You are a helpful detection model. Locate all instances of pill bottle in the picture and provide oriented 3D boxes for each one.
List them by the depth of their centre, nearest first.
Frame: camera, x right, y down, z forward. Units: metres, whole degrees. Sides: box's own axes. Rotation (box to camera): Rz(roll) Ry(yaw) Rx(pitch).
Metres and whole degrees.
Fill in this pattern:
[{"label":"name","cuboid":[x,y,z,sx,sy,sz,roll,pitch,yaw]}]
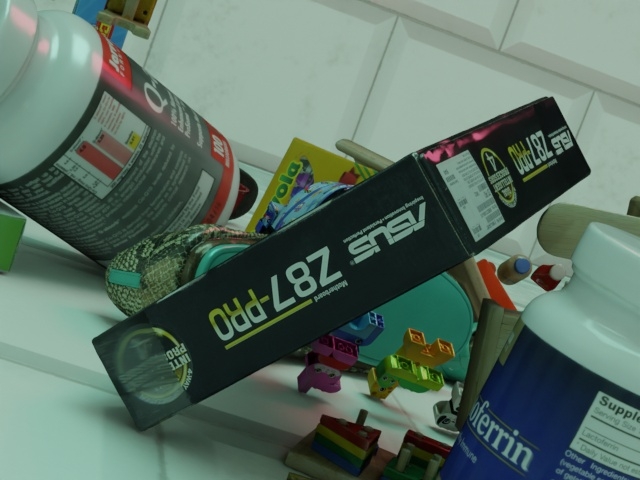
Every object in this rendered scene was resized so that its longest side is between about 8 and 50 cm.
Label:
[{"label":"pill bottle","cuboid":[0.191,0.130,1.025,0.153,0.264,0.153,25,10,-5]},{"label":"pill bottle","cuboid":[-0.272,-0.119,1.541,0.210,0.210,0.363,27,-9,46]}]

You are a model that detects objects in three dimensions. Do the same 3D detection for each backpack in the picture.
[{"label":"backpack","cuboid":[0.000,0.000,1.747,0.158,0.173,0.117,17,16,-42]}]

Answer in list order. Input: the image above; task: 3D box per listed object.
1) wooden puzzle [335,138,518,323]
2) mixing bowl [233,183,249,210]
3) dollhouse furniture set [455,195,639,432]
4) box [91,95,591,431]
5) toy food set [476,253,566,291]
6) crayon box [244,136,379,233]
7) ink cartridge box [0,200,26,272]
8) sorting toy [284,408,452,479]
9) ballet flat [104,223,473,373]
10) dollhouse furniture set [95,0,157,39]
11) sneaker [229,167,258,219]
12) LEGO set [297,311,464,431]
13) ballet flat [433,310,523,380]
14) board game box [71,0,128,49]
[{"label":"wooden puzzle","cuboid":[0.178,0.005,2.087,0.347,0.080,0.322,60,-10,-23]},{"label":"mixing bowl","cuboid":[-0.209,-0.063,2.142,0.181,0.098,0.181,20,8,-3]},{"label":"dollhouse furniture set","cuboid":[0.202,0.088,1.343,0.174,0.303,0.355,12,6,-6]},{"label":"box","cuboid":[0.035,0.005,1.197,0.097,0.318,0.395,63,24,0]},{"label":"toy food set","cuboid":[0.339,0.095,2.185,0.232,0.111,0.104,43,-12,2]},{"label":"crayon box","cuboid":[0.010,-0.010,1.912,0.319,0.202,0.081,25,-3,43]},{"label":"ink cartridge box","cuboid":[-0.416,-0.031,1.424,0.209,0.062,0.109,16,6,-38]},{"label":"sorting toy","cuboid":[0.049,0.181,1.185,0.132,0.046,0.274,21,7,11]},{"label":"ballet flat","cuboid":[-0.035,0.055,1.560,0.182,0.164,0.483,8,-1,43]},{"label":"dollhouse furniture set","cuboid":[-0.367,-0.246,1.994,0.201,0.374,0.152,21,11,-11]},{"label":"sneaker","cuboid":[-0.258,-0.120,2.394,0.296,0.123,0.178,12,20,-45]},{"label":"LEGO set","cuboid":[0.065,0.140,1.465,0.227,0.093,0.087,22,36,-24]},{"label":"ballet flat","cuboid":[0.255,0.133,1.792,0.247,0.083,0.087,-10,2,-32]},{"label":"board game box","cuboid":[-0.388,-0.253,2.265,0.086,0.301,0.308,19,7,-13]}]
